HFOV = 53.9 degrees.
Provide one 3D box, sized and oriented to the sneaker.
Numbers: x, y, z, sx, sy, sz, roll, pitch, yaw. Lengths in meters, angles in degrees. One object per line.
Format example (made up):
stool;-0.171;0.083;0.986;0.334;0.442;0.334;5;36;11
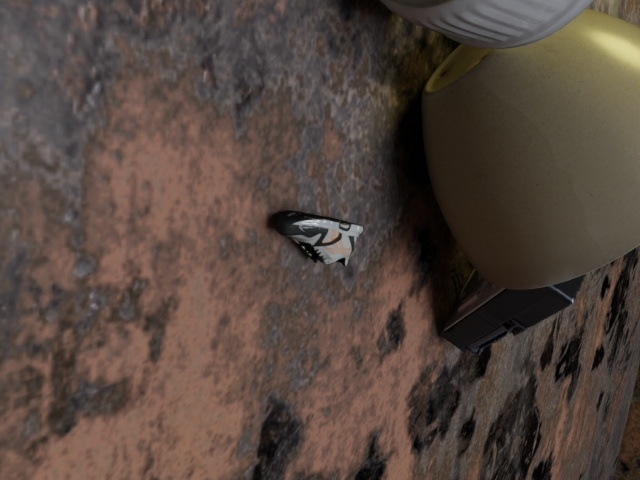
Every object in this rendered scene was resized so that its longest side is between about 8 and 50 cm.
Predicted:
sneaker;0.000;0.000;0.540;0.109;0.040;0.044;11;96;-54

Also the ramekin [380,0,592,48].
ramekin;0.117;-0.253;0.471;0.109;0.207;0.207;-12;112;-41

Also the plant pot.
plant pot;0.212;-0.120;0.624;0.191;0.284;0.284;45;62;-16

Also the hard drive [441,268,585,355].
hard drive;0.289;-0.026;0.798;0.339;0.064;0.237;-54;176;-26
